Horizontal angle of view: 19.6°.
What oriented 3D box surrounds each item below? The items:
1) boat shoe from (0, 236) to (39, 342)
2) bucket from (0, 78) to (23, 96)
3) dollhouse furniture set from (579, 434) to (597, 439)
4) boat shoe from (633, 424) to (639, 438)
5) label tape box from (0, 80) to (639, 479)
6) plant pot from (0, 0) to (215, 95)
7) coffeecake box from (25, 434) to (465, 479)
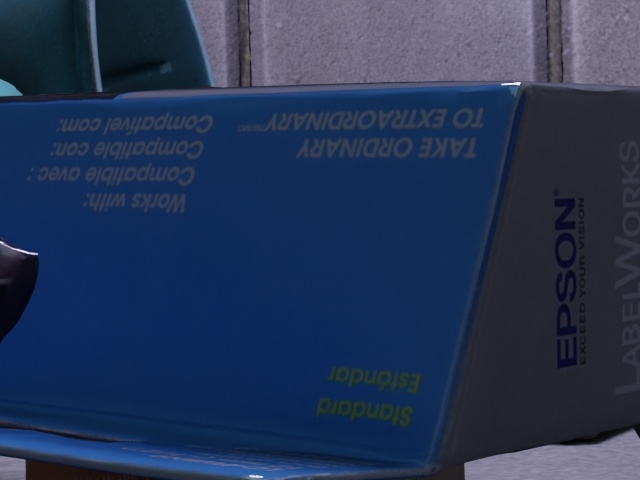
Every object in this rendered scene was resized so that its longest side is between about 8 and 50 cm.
[{"bbox_3d":[-0.219,-0.007,0.454,0.340,0.158,0.127,31,5,18],"label":"boat shoe"},{"bbox_3d":[-0.308,-0.010,1.064,0.281,0.281,0.183,-1,6,15],"label":"bucket"},{"bbox_3d":[0.123,0.022,1.123,0.197,0.151,0.301,0,3,29],"label":"dollhouse furniture set"},{"bbox_3d":[0.174,0.075,0.820,0.073,0.080,0.223,-12,0,17],"label":"boat shoe"},{"bbox_3d":[0.000,0.000,0.627,0.249,0.115,0.348,2,2,39],"label":"label tape box"},{"bbox_3d":[-0.260,-0.046,1.299,0.334,0.341,0.341,-10,1,10],"label":"plant pot"},{"bbox_3d":[-0.031,0.088,0.678,0.142,0.068,0.185,-1,3,-6],"label":"coffeecake box"}]
